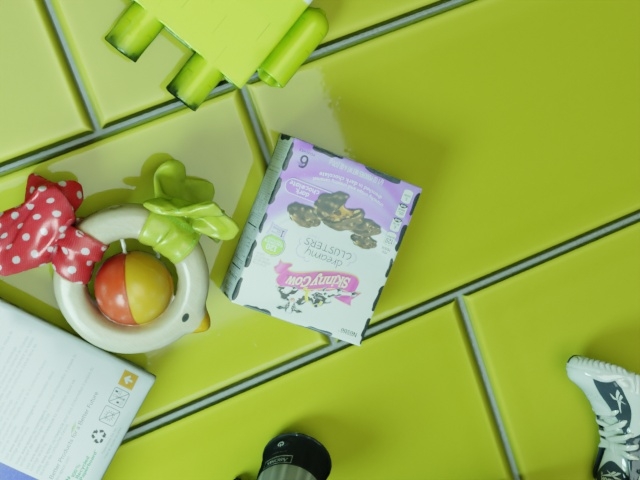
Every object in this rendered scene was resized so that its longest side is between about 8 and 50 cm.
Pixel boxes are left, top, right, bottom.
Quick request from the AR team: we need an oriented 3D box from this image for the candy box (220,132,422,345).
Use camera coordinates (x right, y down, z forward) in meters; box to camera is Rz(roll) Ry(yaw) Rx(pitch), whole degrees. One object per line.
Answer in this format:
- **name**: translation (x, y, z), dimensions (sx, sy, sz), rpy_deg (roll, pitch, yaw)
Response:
- **candy box**: translation (0.000, 0.000, 1.260), dimensions (0.165, 0.070, 0.196), rpy_deg (20, 93, -18)

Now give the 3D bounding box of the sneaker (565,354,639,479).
- **sneaker**: translation (0.377, 0.253, 1.399), dimensions (0.235, 0.094, 0.153), rpy_deg (34, 80, -29)

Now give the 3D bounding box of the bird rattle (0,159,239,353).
- **bird rattle**: translation (-0.211, 0.024, 1.169), dimensions (0.254, 0.143, 0.206), rpy_deg (-13, 104, -12)

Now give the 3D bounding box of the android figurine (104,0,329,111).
- **android figurine**: translation (-0.099, -0.282, 1.191), dimensions (0.248, 0.056, 0.273), rpy_deg (37, 89, -18)

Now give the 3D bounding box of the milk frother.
- **milk frother**: translation (-0.035, 0.323, 1.271), dimensions (0.129, 0.134, 0.143), rpy_deg (-34, 106, 24)

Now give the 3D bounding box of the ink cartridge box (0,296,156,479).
- **ink cartridge box**: translation (-0.379, 0.209, 1.168), dimensions (0.307, 0.072, 0.303), rpy_deg (30, 82, -17)
